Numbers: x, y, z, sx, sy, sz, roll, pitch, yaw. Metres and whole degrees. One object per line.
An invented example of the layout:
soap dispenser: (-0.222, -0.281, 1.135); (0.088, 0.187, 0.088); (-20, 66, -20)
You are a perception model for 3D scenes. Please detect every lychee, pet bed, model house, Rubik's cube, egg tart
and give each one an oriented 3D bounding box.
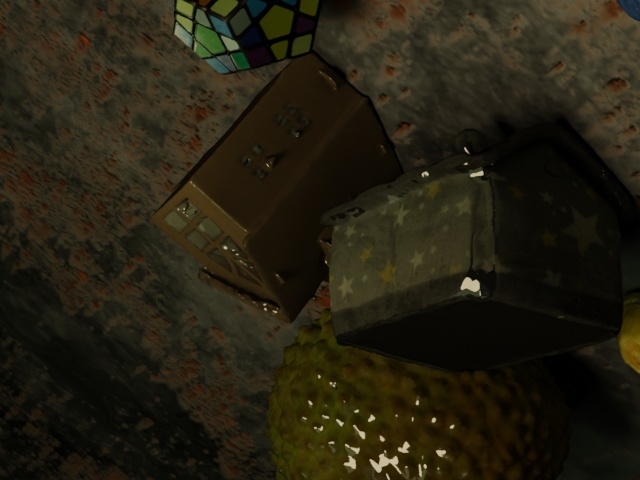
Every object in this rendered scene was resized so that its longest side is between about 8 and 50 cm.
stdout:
lychee: (0.101, 0.190, 1.605); (0.320, 0.270, 0.270); (26, 155, -9)
pet bed: (0.119, 0.002, 1.391); (0.183, 0.159, 0.211); (15, 159, -33)
model house: (0.000, 0.000, 1.514); (0.248, 0.181, 0.176); (43, 154, -6)
Rubik's cube: (-0.054, -0.190, 1.358); (0.133, 0.133, 0.112); (26, 178, 23)
egg tart: (0.283, 0.088, 1.464); (0.105, 0.039, 0.105); (31, 154, 17)

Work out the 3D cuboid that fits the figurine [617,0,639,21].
figurine: (0.190, -0.193, 1.100); (0.136, 0.079, 0.077); (35, -165, -4)
